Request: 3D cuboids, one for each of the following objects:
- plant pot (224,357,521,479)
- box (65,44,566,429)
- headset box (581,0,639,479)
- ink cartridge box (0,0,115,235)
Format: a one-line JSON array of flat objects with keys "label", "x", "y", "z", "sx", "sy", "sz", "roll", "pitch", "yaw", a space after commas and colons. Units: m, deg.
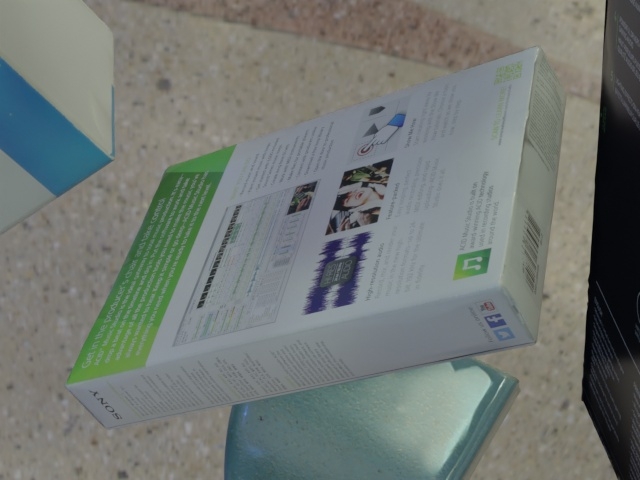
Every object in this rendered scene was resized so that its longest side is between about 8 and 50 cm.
[{"label": "plant pot", "x": 0.035, "y": 0.204, "z": 1.254, "sx": 0.247, "sy": 0.247, "sz": 0.252, "roll": 25, "pitch": 86, "yaw": 12}, {"label": "box", "x": 0.000, "y": 0.000, "z": 0.842, "sx": 0.321, "sy": 0.058, "sz": 0.232, "roll": -14, "pitch": 38, "yaw": 28}, {"label": "headset box", "x": 0.171, "y": -0.004, "z": 0.349, "sx": 0.131, "sy": 0.283, "sz": 0.246, "roll": -5, "pitch": 28, "yaw": -2}, {"label": "ink cartridge box", "x": -0.335, "y": -0.112, "z": 1.033, "sx": 0.270, "sy": 0.197, "sz": 0.198, "roll": -32, "pitch": 38, "yaw": 16}]
